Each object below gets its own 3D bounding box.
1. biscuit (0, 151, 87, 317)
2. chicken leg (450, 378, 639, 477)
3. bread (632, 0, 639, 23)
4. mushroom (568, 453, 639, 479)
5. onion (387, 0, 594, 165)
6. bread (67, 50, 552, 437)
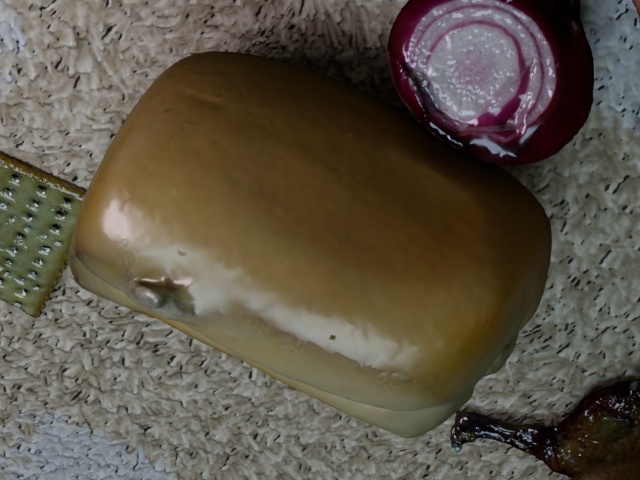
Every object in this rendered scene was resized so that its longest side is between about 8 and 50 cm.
[{"bbox_3d":[-0.314,-0.010,1.960,0.144,0.016,0.203,26,136,-9],"label":"biscuit"},{"bbox_3d":[0.250,0.192,1.962,0.253,0.051,0.106,-14,123,30],"label":"chicken leg"},{"bbox_3d":[0.286,-0.207,1.521,0.119,0.067,0.192,-3,133,31],"label":"bread"},{"bbox_3d":[0.335,0.297,1.939,0.253,0.153,0.253,-13,149,-8],"label":"mushroom"},{"bbox_3d":[0.155,-0.161,1.587,0.173,0.135,0.198,42,94,-7],"label":"onion"},{"bbox_3d":[0.000,0.000,1.660,0.376,0.253,0.348,27,174,3],"label":"bread"}]
